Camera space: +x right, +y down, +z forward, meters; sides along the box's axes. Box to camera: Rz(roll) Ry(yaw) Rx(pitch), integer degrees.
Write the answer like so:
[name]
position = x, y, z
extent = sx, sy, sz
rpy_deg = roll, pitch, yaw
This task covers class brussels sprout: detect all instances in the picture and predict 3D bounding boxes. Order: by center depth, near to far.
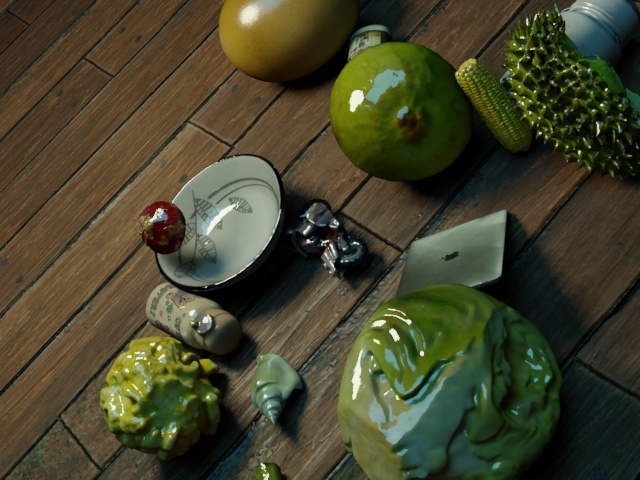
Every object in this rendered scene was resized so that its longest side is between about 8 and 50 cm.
[brussels sprout]
position = 0.176, 0.209, 1.405
extent = 0.344, 0.268, 0.344
rpy_deg = -12, 28, 7

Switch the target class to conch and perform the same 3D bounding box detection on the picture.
[conch]
position = -0.081, 0.254, 1.700
extent = 0.088, 0.065, 0.180
rpy_deg = -29, 36, 13

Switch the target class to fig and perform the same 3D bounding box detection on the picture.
[fig]
position = 0.136, -0.250, 1.841
extent = 0.258, 0.258, 0.326
rpy_deg = -38, 28, 2

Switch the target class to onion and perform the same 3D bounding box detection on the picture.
[onion]
position = -0.305, -0.026, 1.910
extent = 0.107, 0.107, 0.097
rpy_deg = 16, 23, 41

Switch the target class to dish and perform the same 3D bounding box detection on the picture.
[dish]
position = -0.177, -0.017, 1.947
extent = 0.317, 0.106, 0.316
rpy_deg = -19, 50, 25

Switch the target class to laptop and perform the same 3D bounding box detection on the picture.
[laptop]
position = 0.220, 0.032, 1.630
extent = 0.188, 0.015, 0.269
rpy_deg = -19, 19, 20

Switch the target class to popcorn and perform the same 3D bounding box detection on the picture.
[popcorn]
position = -0.270, 0.275, 1.728
extent = 0.235, 0.217, 0.181
rpy_deg = 45, 113, 40

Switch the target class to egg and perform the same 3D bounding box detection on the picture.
[egg]
position = -0.067, -0.485, 2.159
extent = 0.323, 0.250, 0.250
rpy_deg = -22, 46, 11

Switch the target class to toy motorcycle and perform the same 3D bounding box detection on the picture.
[toy motorcycle]
position = -0.001, 0.000, 1.839
extent = 0.122, 0.082, 0.213
rpy_deg = -40, 42, -2

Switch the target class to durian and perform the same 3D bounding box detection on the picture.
[durian]
position = 0.438, -0.240, 1.630
extent = 0.169, 0.157, 0.355
rpy_deg = -31, 76, -41

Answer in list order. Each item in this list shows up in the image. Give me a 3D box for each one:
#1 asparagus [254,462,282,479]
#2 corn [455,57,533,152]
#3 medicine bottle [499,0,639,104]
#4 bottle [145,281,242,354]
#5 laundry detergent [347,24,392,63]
[asparagus]
position = -0.067, 0.436, 1.561
extent = 0.041, 0.045, 0.178
rpy_deg = -57, 35, 32
[corn]
position = 0.311, -0.236, 1.738
extent = 0.067, 0.206, 0.067
rpy_deg = -35, 24, 18
[medicine bottle]
position = 0.450, -0.329, 1.758
extent = 0.258, 0.143, 0.143
rpy_deg = -49, 44, -8
[bottle]
position = -0.239, 0.149, 1.859
extent = 0.209, 0.110, 0.097
rpy_deg = 19, 80, 43
[laundry detergent]
position = 0.102, -0.355, 2.070
extent = 0.099, 0.070, 0.225
rpy_deg = -9, 52, 18
